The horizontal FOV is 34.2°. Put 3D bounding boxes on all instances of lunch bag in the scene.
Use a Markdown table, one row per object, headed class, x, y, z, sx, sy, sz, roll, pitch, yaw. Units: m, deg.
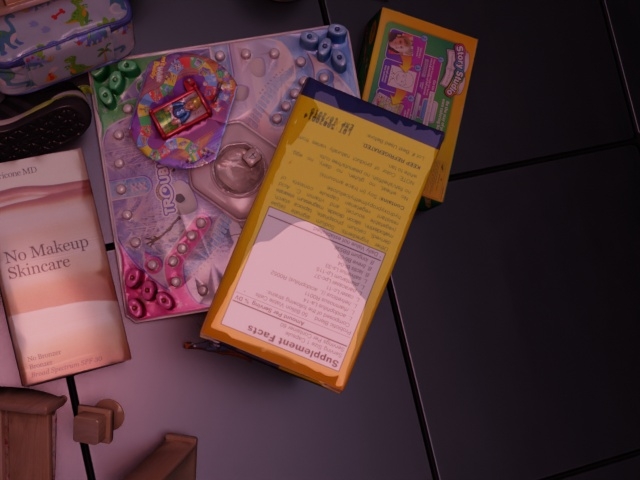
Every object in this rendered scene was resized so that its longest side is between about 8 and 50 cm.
| class | x | y | z | sx | sy | sz | roll | pitch | yaw |
| --- | --- | --- | --- | --- | --- | --- | --- | --- | --- |
| lunch bag | -0.386 | -0.311 | 1.461 | 0.219 | 0.090 | 0.176 | -24 | 62 | -18 |

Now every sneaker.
| class | x | y | z | sx | sy | sz | roll | pitch | yaw |
| --- | --- | --- | --- | --- | --- | --- | --- | --- | --- |
| sneaker | -0.430 | -0.161 | 1.466 | 0.234 | 0.084 | 0.097 | -17 | 43 | -5 |

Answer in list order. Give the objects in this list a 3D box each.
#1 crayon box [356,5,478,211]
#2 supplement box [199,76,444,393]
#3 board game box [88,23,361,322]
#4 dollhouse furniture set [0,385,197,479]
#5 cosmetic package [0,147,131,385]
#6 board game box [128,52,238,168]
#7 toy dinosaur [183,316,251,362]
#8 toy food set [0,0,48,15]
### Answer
| class | x | y | z | sx | sy | sz | roll | pitch | yaw |
| --- | --- | --- | --- | --- | --- | --- | --- | --- | --- |
| crayon box | 0.132 | -0.203 | 1.616 | 0.165 | 0.081 | 0.278 | 16 | 79 | -13 |
| supplement box | 0.000 | 0.000 | 1.375 | 0.194 | 0.195 | 0.357 | 23 | 83 | 0 |
| board game box | -0.118 | -0.103 | 1.503 | 0.390 | 0.050 | 0.390 | -9 | 85 | -4 |
| dollhouse furniture set | -0.365 | 0.341 | 1.419 | 0.355 | 0.174 | 0.303 | 6 | 100 | 13 |
| cosmetic package | -0.365 | 0.039 | 1.417 | 0.153 | 0.129 | 0.296 | -14 | 86 | -17 |
| board game box | -0.196 | -0.188 | 1.467 | 0.133 | 0.033 | 0.169 | 16 | 83 | -1 |
| toy dinosaur | -0.153 | 0.156 | 1.509 | 0.082 | 0.047 | 0.090 | -21 | 99 | 1 |
| toy food set | -0.384 | -0.432 | 1.436 | 0.306 | 0.092 | 0.220 | -22 | 49 | -17 |
